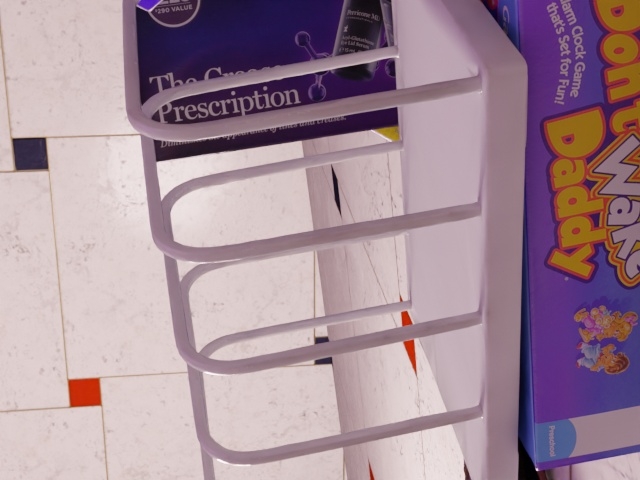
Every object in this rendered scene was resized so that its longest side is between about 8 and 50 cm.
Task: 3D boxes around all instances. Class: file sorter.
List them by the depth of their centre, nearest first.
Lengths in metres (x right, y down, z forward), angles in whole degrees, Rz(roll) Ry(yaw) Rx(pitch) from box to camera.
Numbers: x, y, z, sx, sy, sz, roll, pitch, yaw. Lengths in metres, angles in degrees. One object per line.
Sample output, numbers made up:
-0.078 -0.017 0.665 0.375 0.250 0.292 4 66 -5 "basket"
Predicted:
0.000 0.000 0.584 0.193 0.173 0.278 -107 9 -54 "file sorter"

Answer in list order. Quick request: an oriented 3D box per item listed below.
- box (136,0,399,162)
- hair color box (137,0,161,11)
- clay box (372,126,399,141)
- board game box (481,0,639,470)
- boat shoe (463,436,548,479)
-0.012 -0.169 0.805 0.103 0.261 0.184 -130 30 -81 "box"
-0.038 -0.281 0.578 0.339 0.110 0.185 -18 53 52 "hair color box"
0.033 -0.137 0.935 0.053 0.222 0.127 -61 12 13 "clay box"
0.112 -0.087 0.589 0.233 0.078 0.347 -110 11 -65 "board game box"
0.148 0.228 0.815 0.073 0.073 0.207 88 171 -71 "boat shoe"
